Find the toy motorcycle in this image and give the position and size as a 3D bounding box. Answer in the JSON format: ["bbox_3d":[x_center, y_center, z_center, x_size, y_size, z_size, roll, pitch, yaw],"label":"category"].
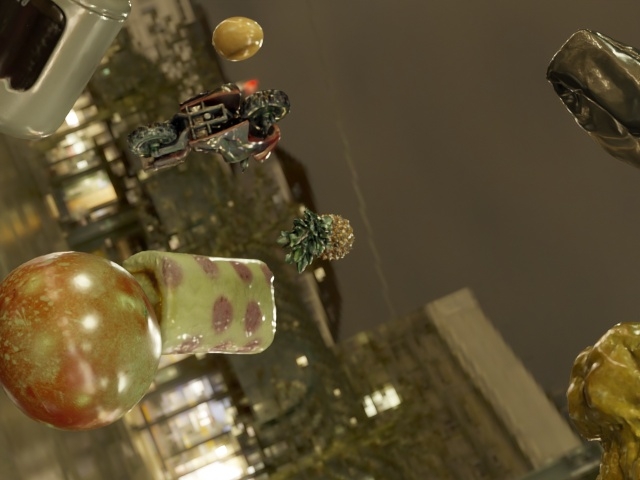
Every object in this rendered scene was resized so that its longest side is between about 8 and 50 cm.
[{"bbox_3d":[-0.140,-0.138,1.518,0.122,0.213,0.082,80,-6,-59],"label":"toy motorcycle"}]

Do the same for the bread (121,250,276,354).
[{"bbox_3d":[-0.217,0.116,2.141,0.338,0.155,0.187,9,80,-59],"label":"bread"}]

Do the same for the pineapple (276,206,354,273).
[{"bbox_3d":[-0.001,0.000,2.027,0.083,0.103,0.221,38,11,16],"label":"pineapple"}]

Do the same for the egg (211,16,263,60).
[{"bbox_3d":[-0.147,-0.367,2.123,0.096,0.080,0.080,-1,-66,49],"label":"egg"}]

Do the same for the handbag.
[{"bbox_3d":[0.593,-0.245,2.132,0.275,0.178,0.302,36,2,44],"label":"handbag"}]

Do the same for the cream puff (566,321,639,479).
[{"bbox_3d":[0.433,0.256,1.352,0.325,0.257,0.291,22,-17,5],"label":"cream puff"}]

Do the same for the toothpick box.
[{"bbox_3d":[-0.460,-0.302,1.885,0.229,0.316,0.229,31,17,-10],"label":"toothpick box"}]

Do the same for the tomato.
[{"bbox_3d":[-0.349,0.141,1.724,0.270,0.223,0.270,50,22,-30],"label":"tomato"}]
